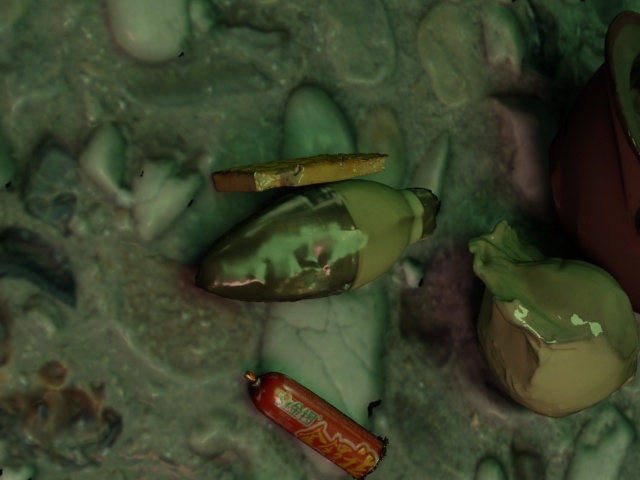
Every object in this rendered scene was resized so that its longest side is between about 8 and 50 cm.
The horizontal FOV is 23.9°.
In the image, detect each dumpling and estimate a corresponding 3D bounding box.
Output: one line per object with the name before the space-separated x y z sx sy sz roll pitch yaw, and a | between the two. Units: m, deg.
dumpling | 0.214 0.069 1.433 0.258 0.147 0.193 29 29 -51

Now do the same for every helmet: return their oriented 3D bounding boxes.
helmet | 0.339 -0.046 1.493 0.338 0.197 0.271 36 41 -16

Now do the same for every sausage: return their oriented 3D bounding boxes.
sausage | -0.008 0.154 1.321 0.145 0.050 0.048 38 58 -21

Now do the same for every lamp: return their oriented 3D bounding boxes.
lamp | 0.000 0.000 1.325 0.250 0.101 0.101 -14 89 -31

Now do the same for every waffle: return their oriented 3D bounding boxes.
waffle | -0.017 -0.061 1.330 0.135 0.092 0.021 -12 100 -36
